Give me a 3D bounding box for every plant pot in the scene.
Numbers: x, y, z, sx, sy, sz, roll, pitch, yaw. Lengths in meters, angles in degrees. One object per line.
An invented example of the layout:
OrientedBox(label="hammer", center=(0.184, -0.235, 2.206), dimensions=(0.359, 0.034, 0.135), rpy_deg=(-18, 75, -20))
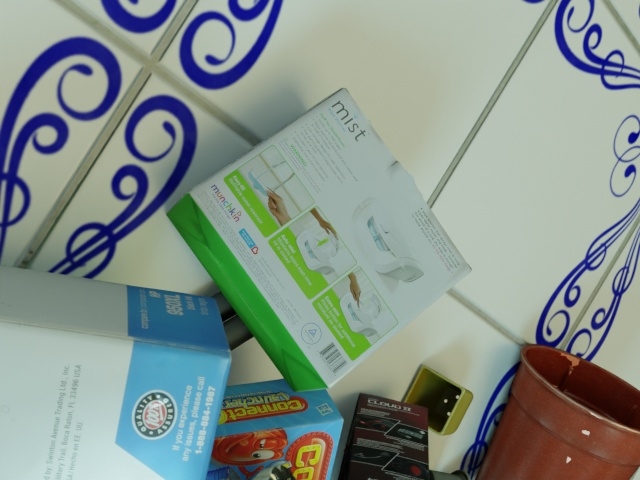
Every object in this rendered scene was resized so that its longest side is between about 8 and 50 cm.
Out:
OrientedBox(label="plant pot", center=(0.188, 0.250, 1.535), dimensions=(0.083, 0.082, 0.081), rpy_deg=(26, 92, -56))
OrientedBox(label="plant pot", center=(0.397, 0.354, 1.651), dimensions=(0.272, 0.272, 0.265), rpy_deg=(10, 111, -43))

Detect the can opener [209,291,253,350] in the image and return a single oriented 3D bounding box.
OrientedBox(label="can opener", center=(-0.151, 0.122, 1.201), dimensions=(0.280, 0.074, 0.093), rpy_deg=(-32, 161, -23))

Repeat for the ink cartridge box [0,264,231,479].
OrientedBox(label="ink cartridge box", center=(-0.306, 0.175, 0.905), dimensions=(0.395, 0.166, 0.285), rpy_deg=(10, 104, -14))

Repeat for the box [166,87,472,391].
OrientedBox(label="box", center=(0.000, 0.000, 1.138), dimensions=(0.231, 0.127, 0.262), rpy_deg=(-38, 95, -23))

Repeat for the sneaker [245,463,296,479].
OrientedBox(label="sneaker", center=(-0.072, 0.362, 1.133), dimensions=(0.147, 0.129, 0.330), rpy_deg=(-10, 137, 9))

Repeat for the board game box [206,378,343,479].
OrientedBox(label="board game box", center=(-0.149, 0.319, 1.185), dimensions=(0.302, 0.086, 0.308), rpy_deg=(-4, 123, -24))

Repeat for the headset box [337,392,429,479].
OrientedBox(label="headset box", center=(0.075, 0.362, 1.375), dimensions=(0.110, 0.293, 0.218), rpy_deg=(12, 107, 2))

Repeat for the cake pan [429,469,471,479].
OrientedBox(label="cake pan", center=(0.135, 0.468, 1.486), dimensions=(0.054, 0.293, 0.293), rpy_deg=(27, 91, -3))
